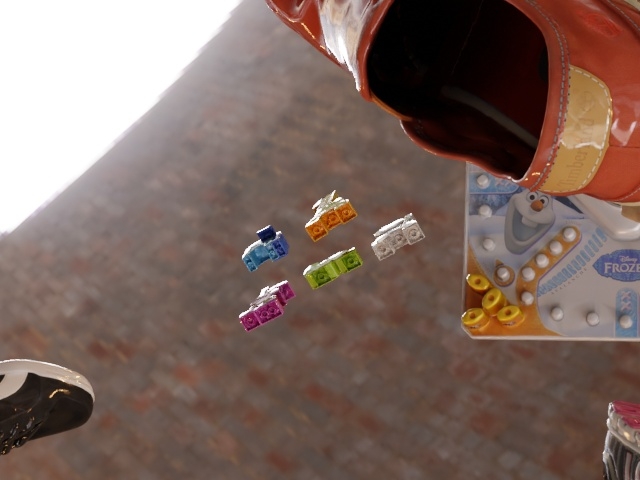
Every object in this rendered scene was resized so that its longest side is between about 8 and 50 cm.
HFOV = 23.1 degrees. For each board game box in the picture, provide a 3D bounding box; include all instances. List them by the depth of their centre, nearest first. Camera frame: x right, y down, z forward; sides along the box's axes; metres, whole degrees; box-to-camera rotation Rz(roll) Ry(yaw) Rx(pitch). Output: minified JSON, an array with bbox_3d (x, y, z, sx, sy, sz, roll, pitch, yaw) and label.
[{"bbox_3d":[0.363,-0.076,1.860,0.390,0.050,0.390,0,-102,15],"label":"board game box"}]

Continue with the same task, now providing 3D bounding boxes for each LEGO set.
[{"bbox_3d":[0.000,0.000,1.733,0.227,0.087,0.093,-28,-167,15],"label":"LEGO set"}]

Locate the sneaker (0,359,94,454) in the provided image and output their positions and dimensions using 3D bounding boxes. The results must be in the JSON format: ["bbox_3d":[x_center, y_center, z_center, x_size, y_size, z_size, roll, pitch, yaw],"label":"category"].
[{"bbox_3d":[-0.245,0.151,1.093,0.079,0.217,0.121,-50,-130,35],"label":"sneaker"}]

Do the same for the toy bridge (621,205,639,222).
[{"bbox_3d":[0.346,-0.066,1.405,0.188,0.063,0.026,-15,-152,-33],"label":"toy bridge"}]

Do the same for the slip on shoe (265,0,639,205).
[{"bbox_3d":[0.053,-0.112,0.790,0.101,0.123,0.331,-6,-150,-35],"label":"slip on shoe"}]

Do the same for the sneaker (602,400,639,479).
[{"bbox_3d":[0.266,0.192,1.205,0.170,0.063,0.074,-128,-135,-60],"label":"sneaker"}]
